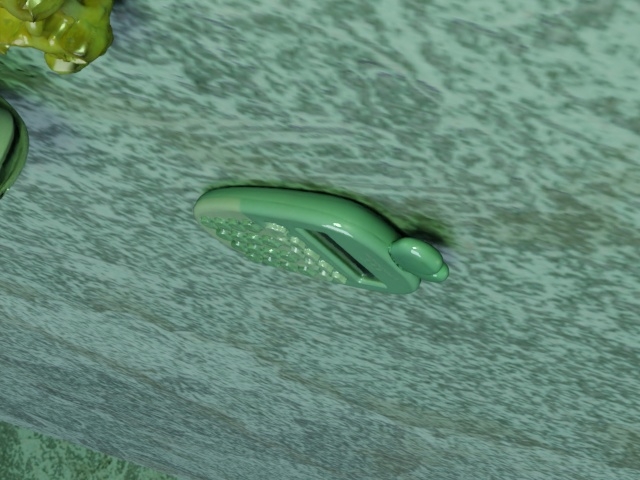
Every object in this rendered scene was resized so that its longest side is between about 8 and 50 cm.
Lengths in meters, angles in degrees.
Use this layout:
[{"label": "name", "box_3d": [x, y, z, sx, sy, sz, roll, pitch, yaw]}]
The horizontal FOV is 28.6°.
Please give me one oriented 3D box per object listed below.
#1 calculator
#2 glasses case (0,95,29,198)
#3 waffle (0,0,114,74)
[{"label": "calculator", "box_3d": [0.000, 0.000, 0.652, 0.153, 0.021, 0.095, 6, 159, 36]}, {"label": "glasses case", "box_3d": [-0.272, -0.062, 0.647, 0.308, 0.083, 0.128, 0, 148, 46]}, {"label": "waffle", "box_3d": [-0.171, -0.108, 0.465, 0.192, 0.046, 0.160, 27, 158, -24]}]
